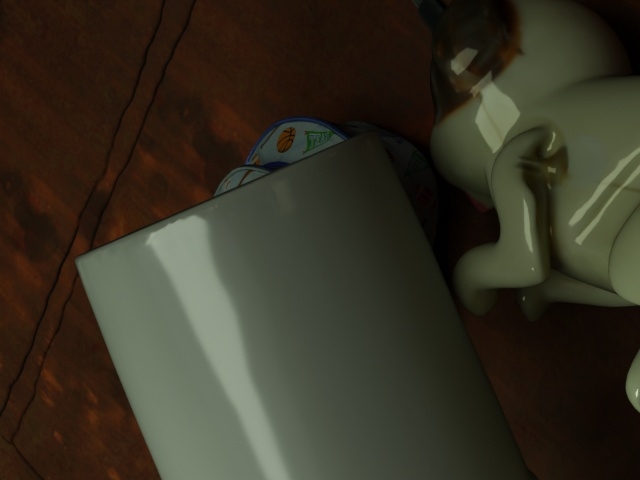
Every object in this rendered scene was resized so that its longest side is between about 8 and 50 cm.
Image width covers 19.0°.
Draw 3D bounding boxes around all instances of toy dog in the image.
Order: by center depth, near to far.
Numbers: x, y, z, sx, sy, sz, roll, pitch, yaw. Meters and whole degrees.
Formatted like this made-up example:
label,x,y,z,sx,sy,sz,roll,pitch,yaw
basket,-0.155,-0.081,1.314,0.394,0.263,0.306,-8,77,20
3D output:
label,x,y,z,sx,sy,sz,roll,pitch,yaw
toy dog,0.261,-0.077,1.732,0.408,0.284,0.395,36,117,34

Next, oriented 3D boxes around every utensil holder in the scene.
label,x,y,z,sx,sy,sz,roll,pitch,yaw
utensil holder,-0.014,0.133,1.751,0.327,0.327,0.385,-21,94,41

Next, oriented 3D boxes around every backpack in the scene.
label,x,y,z,sx,sy,sz,roll,pitch,yaw
backpack,0.000,0.000,2.024,0.276,0.213,0.263,22,98,41

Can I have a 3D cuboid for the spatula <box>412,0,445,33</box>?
label,x,y,z,sx,sy,sz,roll,pitch,yaw
spatula,0.092,-0.266,2.016,0.296,0.030,0.084,52,122,24
